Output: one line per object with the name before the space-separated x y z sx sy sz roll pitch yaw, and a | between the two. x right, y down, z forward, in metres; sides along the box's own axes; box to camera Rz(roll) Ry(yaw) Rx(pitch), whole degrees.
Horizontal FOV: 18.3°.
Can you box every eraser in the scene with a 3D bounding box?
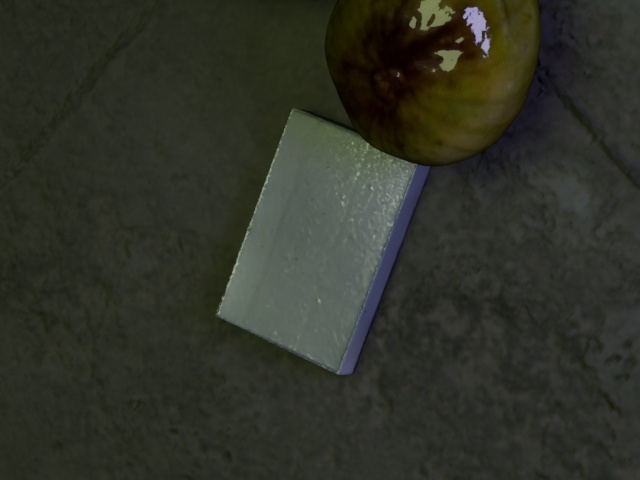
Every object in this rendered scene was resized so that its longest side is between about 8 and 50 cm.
eraser | 0.000 0.000 1.290 0.104 0.023 0.150 24 98 28

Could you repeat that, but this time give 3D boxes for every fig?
fig | 0.071 -0.121 1.203 0.136 0.121 0.153 39 105 25
